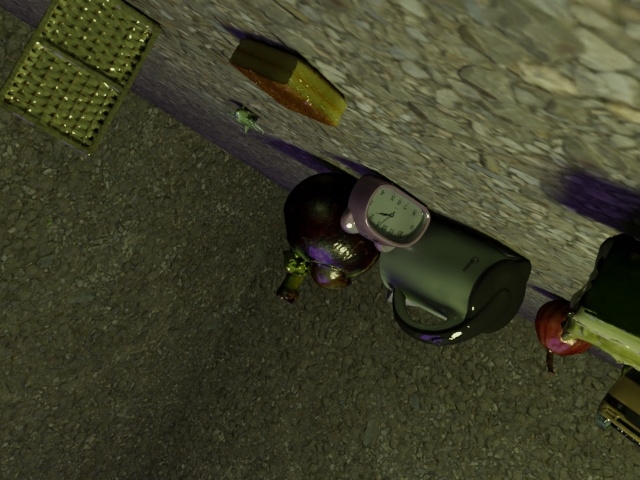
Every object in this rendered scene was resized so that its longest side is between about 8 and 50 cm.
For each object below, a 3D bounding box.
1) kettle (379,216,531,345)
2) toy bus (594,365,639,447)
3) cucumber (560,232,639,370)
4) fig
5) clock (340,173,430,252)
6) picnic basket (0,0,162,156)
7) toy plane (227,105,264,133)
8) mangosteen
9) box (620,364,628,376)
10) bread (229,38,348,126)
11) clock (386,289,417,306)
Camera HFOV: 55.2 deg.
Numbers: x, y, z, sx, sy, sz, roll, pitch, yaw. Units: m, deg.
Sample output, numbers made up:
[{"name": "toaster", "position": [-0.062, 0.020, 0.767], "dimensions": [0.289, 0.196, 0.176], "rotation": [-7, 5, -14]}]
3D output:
[{"name": "kettle", "position": [0.219, 0.081, 1.082], "dimensions": [0.236, 0.221, 0.161], "rotation": [29, 157, 50]}, {"name": "toy bus", "position": [0.660, 0.320, 1.113], "dimensions": [0.365, 0.202, 0.177], "rotation": [25, -170, -44]}, {"name": "cucumber", "position": [0.345, 0.090, 0.432], "dimensions": [0.325, 0.105, 0.145], "rotation": [28, 171, 26]}, {"name": "fig", "position": [0.525, 0.199, 1.299], "dimensions": [0.128, 0.151, 0.128], "rotation": [-9, 179, 0]}, {"name": "clock", "position": [0.112, -0.037, 1.041], "dimensions": [0.152, 0.110, 0.050], "rotation": [28, -176, -35]}, {"name": "picnic basket", "position": [-0.325, -0.233, 0.822], "dimensions": [0.134, 0.196, 0.154], "rotation": [29, -179, -29]}, {"name": "toy plane", "position": [-0.137, -0.224, 1.116], "dimensions": [0.080, 0.033, 0.083], "rotation": [30, 174, 13]}, {"name": "mangosteen", "position": [0.000, 0.000, 1.263], "dimensions": [0.231, 0.289, 0.231], "rotation": [45, 174, 6]}, {"name": "box", "position": [0.828, 0.357, 1.306], "dimensions": [0.134, 0.097, 0.345], "rotation": [28, -179, -37]}, {"name": "bread", "position": [-0.031, -0.158, 0.614], "dimensions": [0.090, 0.035, 0.094], "rotation": [30, -179, 38]}, {"name": "clock", "position": [0.286, 0.079, 1.332], "dimensions": [0.253, 0.189, 0.189], "rotation": [17, 179, 7]}]
